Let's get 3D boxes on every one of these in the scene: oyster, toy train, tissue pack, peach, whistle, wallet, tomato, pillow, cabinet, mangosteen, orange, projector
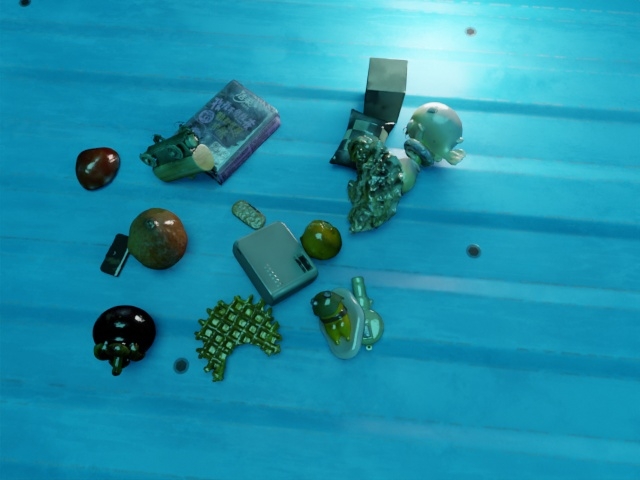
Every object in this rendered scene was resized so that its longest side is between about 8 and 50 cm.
[{"bbox_3d":[0.171,-0.187,1.579,0.238,0.115,0.351,23,103,37],"label":"oyster"},{"bbox_3d":[-0.515,-0.310,1.600,0.308,0.189,0.126,-7,57,37],"label":"toy train"},{"bbox_3d":[-0.362,-0.430,1.719,0.259,0.122,0.361,38,75,9],"label":"tissue pack"},{"bbox_3d":[-0.573,-0.013,1.531,0.233,0.232,0.232,0,73,0],"label":"peach"},{"bbox_3d":[0.149,0.251,1.524,0.126,0.067,0.258,-8,70,2],"label":"whistle"},{"bbox_3d":[-0.746,0.052,1.620,0.082,0.018,0.156,21,75,7],"label":"wallet"},{"bbox_3d":[-0.869,-0.287,1.694,0.166,0.082,0.174,-8,70,-3],"label":"tomato"},{"bbox_3d":[0.161,-0.375,1.700,0.186,0.106,0.249,22,78,7],"label":"pillow"},{"bbox_3d":[0.248,-0.579,1.710,0.145,0.206,0.150,6,72,2],"label":"cabinet"},{"bbox_3d":[-0.647,0.323,1.436,0.194,0.194,0.230,0,45,1],"label":"mangosteen"},{"bbox_3d":[0.000,0.000,1.563,0.134,0.156,0.156,-35,73,21],"label":"orange"},{"bbox_3d":[-0.158,0.077,1.540,0.198,0.108,0.250,-29,73,-27],"label":"projector"}]

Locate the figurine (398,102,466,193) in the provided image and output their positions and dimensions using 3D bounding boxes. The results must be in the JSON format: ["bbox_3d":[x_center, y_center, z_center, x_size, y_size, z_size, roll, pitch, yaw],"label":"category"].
[{"bbox_3d":[0.383,-0.316,1.629,0.394,0.226,0.274,-50,52,-4],"label":"figurine"}]

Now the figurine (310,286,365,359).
[{"bbox_3d":[0.048,0.258,1.451,0.167,0.141,0.249,-26,59,16],"label":"figurine"}]

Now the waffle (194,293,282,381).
[{"bbox_3d":[-0.287,0.318,1.508,0.293,0.069,0.259,-21,69,-6],"label":"waffle"}]

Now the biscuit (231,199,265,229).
[{"bbox_3d":[-0.272,-0.098,1.663,0.147,0.018,0.071,36,79,10],"label":"biscuit"}]
